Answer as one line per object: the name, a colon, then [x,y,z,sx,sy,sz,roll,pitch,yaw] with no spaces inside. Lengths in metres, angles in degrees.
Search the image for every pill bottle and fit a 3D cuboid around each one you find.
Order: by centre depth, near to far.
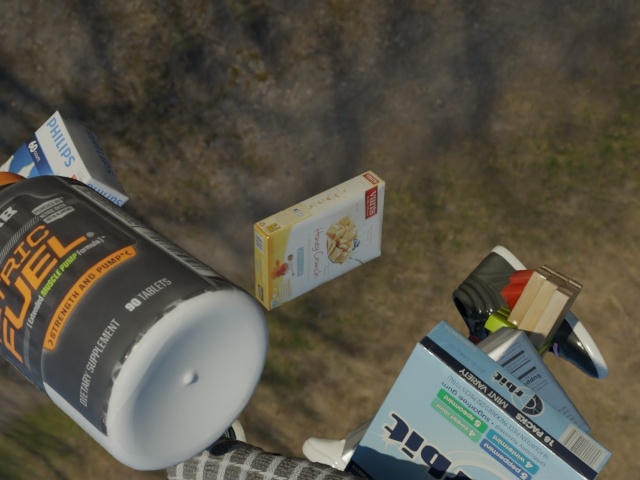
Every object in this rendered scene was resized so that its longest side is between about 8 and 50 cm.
pill bottle: [-0.161,0.038,0.707,0.246,0.130,0.130,30,167,35]

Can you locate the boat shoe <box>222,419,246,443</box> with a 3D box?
boat shoe: [-0.198,0.366,1.718,0.079,0.095,0.254,-6,158,-29]

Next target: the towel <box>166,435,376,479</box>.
towel: [0.020,0.266,0.793,0.235,0.121,0.283,8,144,27]

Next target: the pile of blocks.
pile of blocks: [0.254,0.174,1.523,0.113,0.149,0.362,31,131,18]

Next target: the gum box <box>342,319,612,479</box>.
gum box: [0.113,0.175,0.815,0.157,0.041,0.184,38,134,16]

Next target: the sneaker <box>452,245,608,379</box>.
sneaker: [0.339,0.153,1.753,0.295,0.147,0.104,49,170,30]

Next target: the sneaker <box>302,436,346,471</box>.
sneaker: [0.076,0.314,1.537,0.212,0.094,0.080,16,178,28]

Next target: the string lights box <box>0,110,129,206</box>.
string lights box: [-0.377,-0.024,1.330,0.077,0.260,0.133,32,-160,-53]

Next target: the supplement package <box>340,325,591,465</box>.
supplement package: [0.175,0.241,1.310,0.145,0.262,0.204,56,-178,5]

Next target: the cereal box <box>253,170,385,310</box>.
cereal box: [0.000,0.000,1.743,0.047,0.240,0.173,44,148,36]
